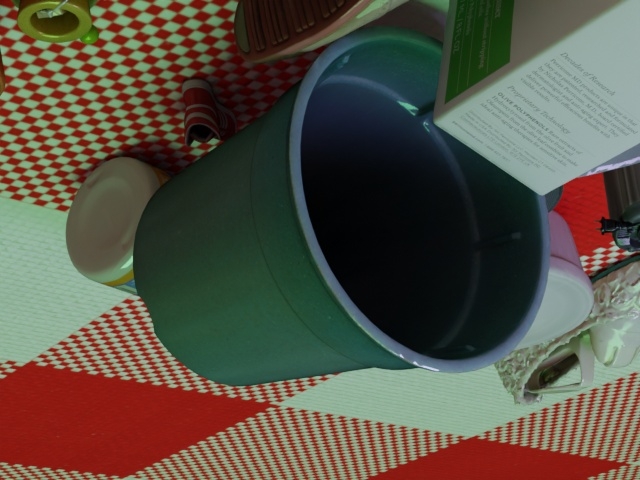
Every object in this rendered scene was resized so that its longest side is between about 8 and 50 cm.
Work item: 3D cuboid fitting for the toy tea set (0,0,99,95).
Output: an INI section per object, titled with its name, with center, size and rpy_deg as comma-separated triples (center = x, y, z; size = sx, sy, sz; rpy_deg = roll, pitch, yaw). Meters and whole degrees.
[toy tea set]
center = -0.346, -0.211, 1.233
size = 0.200, 0.124, 0.336
rpy_deg = -18, 153, 24

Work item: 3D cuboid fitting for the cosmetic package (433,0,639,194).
[cosmetic package]
center = 0.285, -0.215, 1.244
size = 0.155, 0.197, 0.365
rpy_deg = 31, 138, -25

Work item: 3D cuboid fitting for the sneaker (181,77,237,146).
[sneaker]
center = -0.121, -0.121, 1.543
size = 0.042, 0.067, 0.118
rpy_deg = -13, 153, 14

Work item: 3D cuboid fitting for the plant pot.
[plant pot]
center = 0.000, 0.000, 1.450
size = 0.341, 0.341, 0.334
rpy_deg = 14, 156, -37

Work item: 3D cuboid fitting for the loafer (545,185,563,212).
[loafer]
center = 0.152, -0.087, 1.683
size = 0.303, 0.095, 0.109
rpy_deg = 3, 124, -29

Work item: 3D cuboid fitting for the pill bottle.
[pill bottle]
center = -0.162, 0.008, 1.717
size = 0.152, 0.152, 0.272
rpy_deg = -23, 151, 33

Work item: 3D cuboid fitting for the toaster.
[toaster]
center = 0.422, -0.075, 1.664
size = 0.227, 0.146, 0.129
rpy_deg = -5, 155, -3

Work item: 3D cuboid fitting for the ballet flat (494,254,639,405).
[ballet flat]
center = 0.422, 0.155, 2.186
size = 0.147, 0.147, 0.409
rpy_deg = 9, 151, -29

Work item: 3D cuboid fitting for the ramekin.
[ramekin]
center = 0.224, 0.043, 1.889
size = 0.273, 0.127, 0.273
rpy_deg = -3, 152, -2

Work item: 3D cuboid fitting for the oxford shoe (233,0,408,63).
[oxford shoe]
center = 0.066, -0.244, 1.260
size = 0.348, 0.123, 0.130
rpy_deg = -25, 154, 38

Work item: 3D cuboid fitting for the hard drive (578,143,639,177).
[hard drive]
center = 0.339, -0.146, 1.450
size = 0.255, 0.172, 0.054
rpy_deg = -17, 120, -12
